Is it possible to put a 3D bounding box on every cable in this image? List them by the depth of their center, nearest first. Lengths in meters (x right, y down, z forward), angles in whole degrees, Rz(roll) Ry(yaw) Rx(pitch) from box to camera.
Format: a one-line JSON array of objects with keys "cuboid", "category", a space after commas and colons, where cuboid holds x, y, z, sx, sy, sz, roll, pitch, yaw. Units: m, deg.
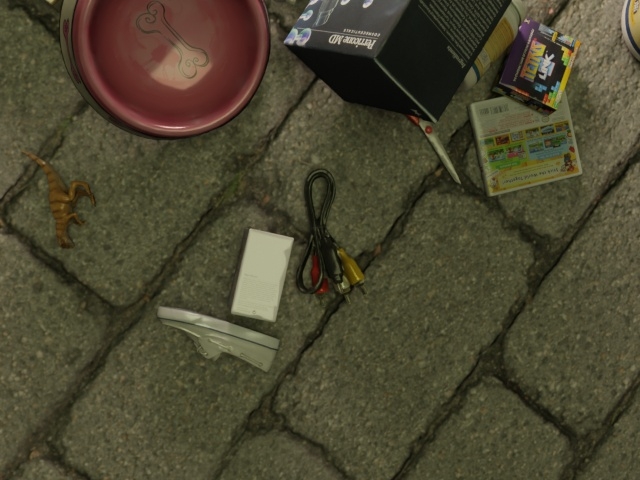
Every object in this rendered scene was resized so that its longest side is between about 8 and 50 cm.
[{"cuboid": [0.000, 0.000, 1.665, 0.139, 0.072, 0.287, -16, 81, 7], "category": "cable"}]

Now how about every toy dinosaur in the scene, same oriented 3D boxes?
[{"cuboid": [-0.506, -0.089, 1.552, 0.112, 0.064, 0.212, -15, 93, -8], "category": "toy dinosaur"}]

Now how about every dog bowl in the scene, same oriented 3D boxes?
[{"cuboid": [-0.278, -0.374, 1.483, 0.407, 0.150, 0.408, -6, 110, -15], "category": "dog bowl"}]

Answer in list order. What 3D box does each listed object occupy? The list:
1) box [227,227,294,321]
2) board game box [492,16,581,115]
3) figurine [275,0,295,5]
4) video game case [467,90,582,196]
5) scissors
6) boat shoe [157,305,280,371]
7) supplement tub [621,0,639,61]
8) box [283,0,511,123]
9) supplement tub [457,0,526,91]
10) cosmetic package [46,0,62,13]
[{"cuboid": [-0.122, 0.067, 1.590, 0.090, 0.130, 0.171, 13, 89, -9], "category": "box"}, {"cuboid": [0.467, -0.377, 1.714, 0.141, 0.048, 0.170, 23, 79, -6], "category": "board game box"}, {"cuboid": [-0.099, -0.540, 1.483, 0.092, 0.215, 0.209, -32, 112, 25], "category": "figurine"}, {"cuboid": [0.450, -0.221, 1.742, 0.226, 0.026, 0.207, -14, 93, -11], "category": "video game case"}, {"cuboid": [0.229, -0.258, 1.703, 0.297, 0.021, 0.109, 43, 82, -7], "category": "scissors"}, {"cuboid": [-0.210, 0.200, 1.595, 0.258, 0.095, 0.084, 19, 84, -9], "category": "boat shoe"}, {"cuboid": [0.806, -0.491, 1.653, 0.228, 0.316, 0.229, 0, 91, -10], "category": "supplement tub"}, {"cuboid": [0.171, -0.463, 1.522, 0.212, 0.293, 0.396, 35, 84, -40], "category": "box"}, {"cuboid": [0.318, -0.427, 1.653, 0.144, 0.144, 0.200, 42, 84, -8], "category": "supplement tub"}, {"cuboid": [-0.456, -0.604, 1.517, 0.160, 0.113, 0.309, 43, 89, -9], "category": "cosmetic package"}]
